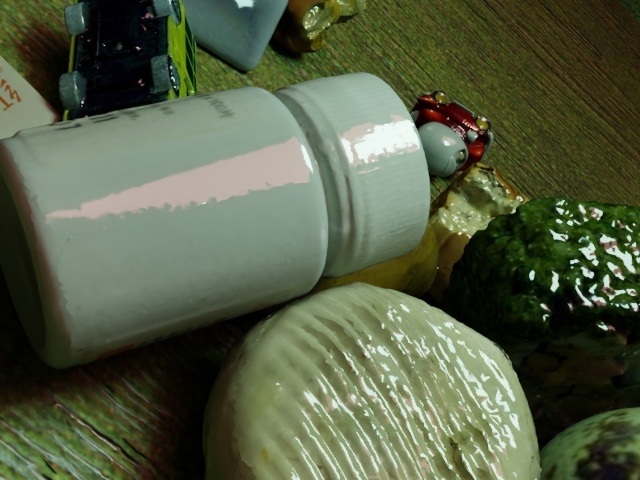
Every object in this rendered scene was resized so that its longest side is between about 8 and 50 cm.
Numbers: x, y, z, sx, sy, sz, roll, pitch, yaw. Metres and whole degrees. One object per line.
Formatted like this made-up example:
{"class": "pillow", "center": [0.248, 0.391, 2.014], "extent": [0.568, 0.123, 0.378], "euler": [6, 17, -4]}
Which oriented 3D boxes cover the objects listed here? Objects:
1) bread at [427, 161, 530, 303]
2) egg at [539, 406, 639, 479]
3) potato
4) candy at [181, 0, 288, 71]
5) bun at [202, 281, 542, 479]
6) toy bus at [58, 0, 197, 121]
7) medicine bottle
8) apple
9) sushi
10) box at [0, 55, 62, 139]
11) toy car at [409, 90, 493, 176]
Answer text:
{"class": "bread", "center": [0.280, 0.061, 1.434], "extent": [0.344, 0.195, 0.149], "euler": [38, 15, -15]}
{"class": "egg", "center": [0.388, 0.379, 1.109], "extent": [0.428, 0.345, 0.345], "euler": [47, 34, -9]}
{"class": "potato", "center": [0.000, 0.000, 1.215], "extent": [0.369, 0.176, 0.195], "euler": [-7, 89, -47]}
{"class": "candy", "center": [-0.137, -0.329, 1.421], "extent": [0.174, 0.071, 0.138], "euler": [28, 82, -27]}
{"class": "bun", "center": [0.036, 0.209, 0.988], "extent": [0.326, 0.234, 0.362], "euler": [42, 43, -1]}
{"class": "toy bus", "center": [-0.203, -0.164, 1.140], "extent": [0.150, 0.128, 0.262], "euler": [74, 7, -50]}
{"class": "medicine bottle", "center": [-0.101, -0.030, 0.963], "extent": [0.371, 0.211, 0.211], "euler": [-16, 67, -26]}
{"class": "apple", "center": [-0.024, -0.366, 1.546], "extent": [0.147, 0.156, 0.158], "euler": [47, 52, 11]}
{"class": "sushi", "center": [0.289, 0.119, 1.224], "extent": [0.294, 0.352, 0.178], "euler": [2, 53, -8]}
{"class": "box", "center": [-0.436, -0.189, 0.974], "extent": [0.365, 0.051, 0.204], "euler": [46, 37, -11]}
{"class": "toy car", "center": [0.185, -0.156, 1.628], "extent": [0.139, 0.112, 0.112], "euler": [41, 50, 5]}
